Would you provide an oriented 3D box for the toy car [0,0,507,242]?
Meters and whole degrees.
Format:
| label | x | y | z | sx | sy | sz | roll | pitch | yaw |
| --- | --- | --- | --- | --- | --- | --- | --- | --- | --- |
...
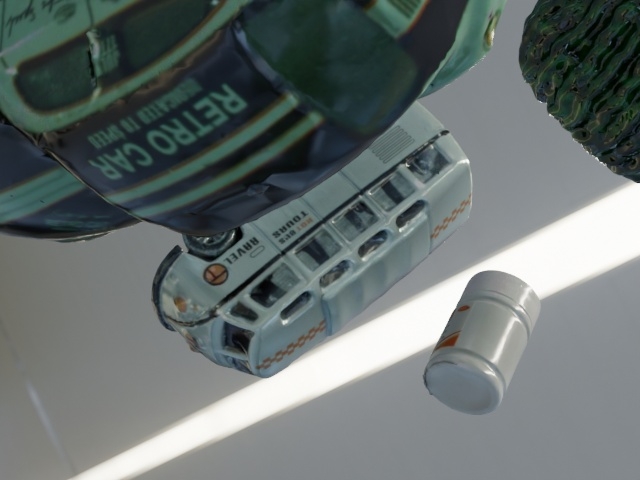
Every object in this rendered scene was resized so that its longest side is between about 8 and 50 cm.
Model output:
| label | x | y | z | sx | sy | sz | roll | pitch | yaw |
| --- | --- | --- | --- | --- | --- | --- | --- | --- | --- |
| toy car | -0.065 | -0.066 | 0.617 | 0.136 | 0.306 | 0.125 | 34 | 43 | -41 |

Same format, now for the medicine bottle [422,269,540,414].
| label | x | y | z | sx | sy | sz | roll | pitch | yaw |
| --- | --- | --- | --- | --- | --- | --- | --- | --- | --- |
| medicine bottle | 0.111 | 0.070 | 1.043 | 0.057 | 0.089 | 0.057 | 19 | -38 | 15 |

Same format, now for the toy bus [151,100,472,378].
| label | x | y | z | sx | sy | sz | roll | pitch | yaw |
| --- | --- | --- | --- | --- | --- | --- | --- | --- | --- |
| toy bus | 0.000 | 0.000 | 0.861 | 0.089 | 0.194 | 0.087 | 43 | -20 | 26 |

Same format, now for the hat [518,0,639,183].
| label | x | y | z | sx | sy | sz | roll | pitch | yaw |
| --- | --- | --- | --- | --- | --- | --- | --- | --- | --- |
| hat | 0.355 | -0.217 | 1.382 | 0.242 | 0.274 | 0.332 | 43 | -65 | 5 |
